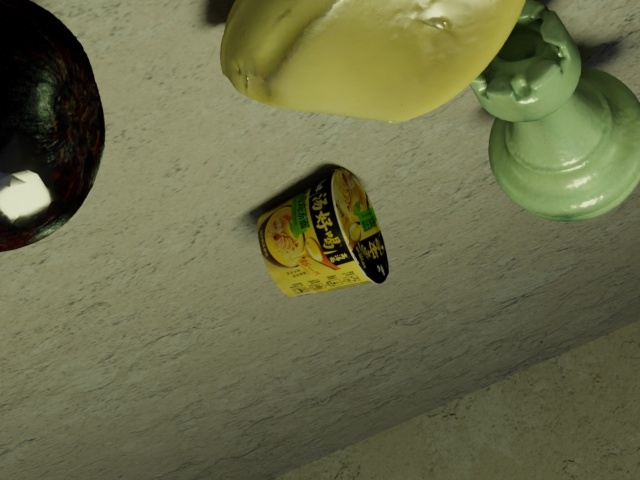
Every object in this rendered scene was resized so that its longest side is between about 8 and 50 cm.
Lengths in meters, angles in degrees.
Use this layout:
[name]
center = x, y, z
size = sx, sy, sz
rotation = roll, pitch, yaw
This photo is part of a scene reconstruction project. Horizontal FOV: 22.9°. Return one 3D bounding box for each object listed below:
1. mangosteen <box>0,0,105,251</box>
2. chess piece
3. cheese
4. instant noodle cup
[mangosteen]
center = -0.284, -0.091, 1.284
size = 0.216, 0.216, 0.216
rotation = -21, 160, -8
[chess piece]
center = 0.257, -0.155, 1.800
size = 0.195, 0.194, 0.299
rotation = -28, 152, 11
[cheese]
center = 0.072, -0.229, 1.425
size = 0.260, 0.128, 0.316
rotation = 2, 143, -35
[instant noodle cup]
center = 0.000, 0.000, 1.946
size = 0.122, 0.151, 0.151
rotation = -21, 162, 16
